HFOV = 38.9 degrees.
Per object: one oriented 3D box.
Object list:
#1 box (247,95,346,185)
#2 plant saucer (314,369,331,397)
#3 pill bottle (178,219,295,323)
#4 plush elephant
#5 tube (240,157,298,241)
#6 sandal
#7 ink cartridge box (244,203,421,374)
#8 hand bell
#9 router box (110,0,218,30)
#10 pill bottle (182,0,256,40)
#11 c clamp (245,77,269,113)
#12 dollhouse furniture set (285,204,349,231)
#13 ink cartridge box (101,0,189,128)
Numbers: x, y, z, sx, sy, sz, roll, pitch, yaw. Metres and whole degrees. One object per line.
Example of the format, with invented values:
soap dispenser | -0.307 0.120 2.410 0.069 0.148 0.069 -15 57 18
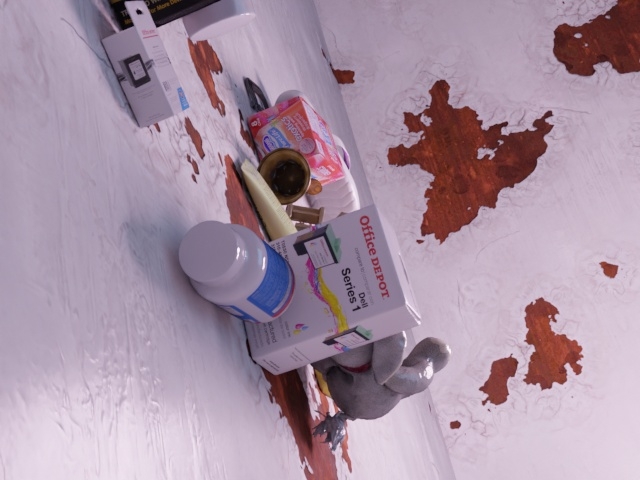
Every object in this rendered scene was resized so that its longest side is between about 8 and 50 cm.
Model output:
box | -0.052 -0.224 2.202 0.300 0.142 0.154 23 48 -76
plant saucer | 0.043 0.207 2.061 0.333 0.081 0.333 49 24 -63
pill bottle | -0.126 0.045 1.373 0.221 0.124 0.124 48 24 -67
plush elephant | 0.076 0.195 1.708 0.330 0.272 0.255 -50 148 -47
tube | -0.104 -0.059 1.894 0.070 0.062 0.240 -5 -63 56
sandal | 0.017 -0.219 2.437 0.102 0.169 0.416 -32 104 -41
ink cartridge box | 0.008 0.084 1.559 0.117 0.278 0.201 51 21 -61
hand bell | -0.044 -0.132 2.059 0.126 0.126 0.242 71 16 8
router box | -0.213 -0.496 1.440 0.081 0.309 0.243 -65 133 -77
pill bottle | -0.221 -0.510 1.572 0.169 0.169 0.301 -35 106 -79
c clamp | -0.152 -0.339 2.265 0.137 0.022 0.161 66 12 6
dollhouse furniture set | 0.000 0.000 2.089 0.129 0.184 0.129 131 -30 -78
ink cartridge box | -0.273 -0.272 1.394 0.104 0.060 0.180 -69 138 -73
